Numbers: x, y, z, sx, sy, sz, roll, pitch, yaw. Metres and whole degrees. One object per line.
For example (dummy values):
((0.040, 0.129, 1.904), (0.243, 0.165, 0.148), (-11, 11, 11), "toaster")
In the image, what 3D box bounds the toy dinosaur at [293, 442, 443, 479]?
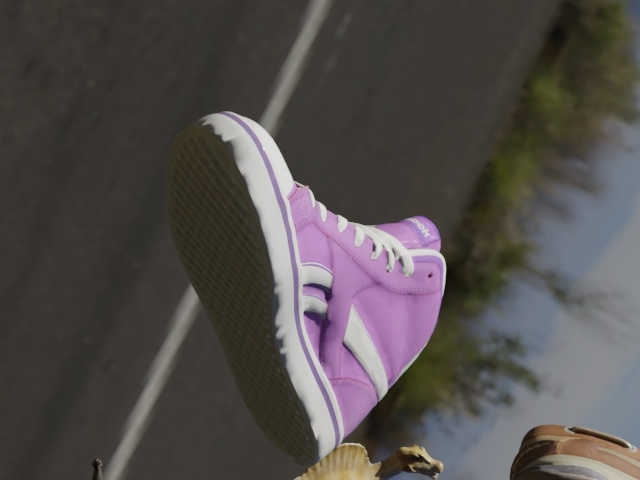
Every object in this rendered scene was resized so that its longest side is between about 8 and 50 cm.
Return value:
((-0.002, 0.183, 1.410), (0.183, 0.053, 0.092), (-10, 131, -33), "toy dinosaur")

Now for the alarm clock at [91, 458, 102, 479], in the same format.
((-0.159, 0.271, 1.492), (0.129, 0.192, 0.064), (-36, -170, -14), "alarm clock")

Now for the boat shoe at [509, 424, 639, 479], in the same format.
((0.302, 0.244, 1.655), (0.123, 0.324, 0.116), (-52, -163, 26), "boat shoe")

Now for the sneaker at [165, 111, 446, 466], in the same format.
((-0.001, 0.000, 1.272), (0.161, 0.102, 0.282), (-39, 139, -23), "sneaker")
